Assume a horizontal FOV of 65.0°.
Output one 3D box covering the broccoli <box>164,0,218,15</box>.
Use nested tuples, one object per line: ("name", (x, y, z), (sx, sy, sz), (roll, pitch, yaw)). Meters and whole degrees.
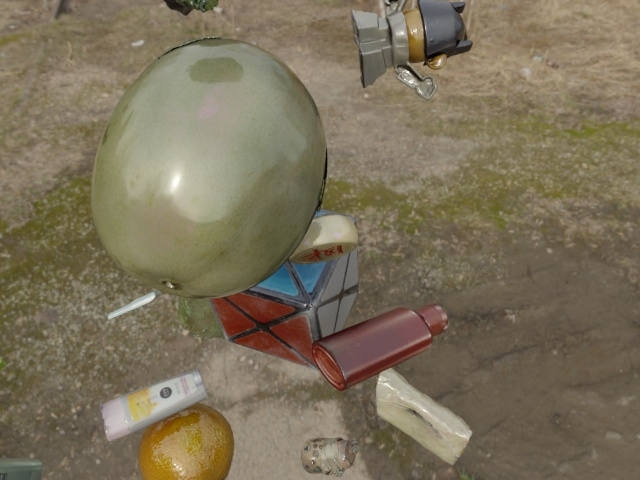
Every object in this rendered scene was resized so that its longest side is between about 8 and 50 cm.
("broccoli", (-0.190, -0.535, 0.940), (0.243, 0.247, 0.263), (-9, 58, -54))

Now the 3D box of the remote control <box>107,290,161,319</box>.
("remote control", (-0.575, 0.199, 1.555), (0.162, 0.029, 0.061), (-24, -1, -1))

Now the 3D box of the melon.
("melon", (-0.123, -0.093, 0.616), (0.269, 0.268, 0.330), (8, 62, 11))

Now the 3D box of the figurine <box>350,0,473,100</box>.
("figurine", (0.224, -0.493, 1.228), (0.309, 0.308, 0.143), (2, 24, 3))

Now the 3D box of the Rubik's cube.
("Rubik's cube", (-0.072, 0.085, 1.084), (0.260, 0.254, 0.260), (12, 49, 16))

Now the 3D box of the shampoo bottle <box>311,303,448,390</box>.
("shampoo bottle", (0.118, 0.179, 0.901), (0.260, 0.064, 0.102), (-15, 41, -31))

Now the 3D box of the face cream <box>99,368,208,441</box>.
("face cream", (-0.444, 0.436, 1.349), (0.270, 0.073, 0.107), (-19, 50, -17))

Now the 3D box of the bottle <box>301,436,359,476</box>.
("bottle", (0.030, 0.574, 1.341), (0.152, 0.098, 0.099), (-17, 24, 33))

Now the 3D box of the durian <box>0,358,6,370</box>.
("durian", (-1.044, 0.394, 1.436), (0.250, 0.101, 0.139), (-20, 75, -21))

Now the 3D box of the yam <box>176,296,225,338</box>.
("yam", (-0.315, 0.122, 1.457), (0.195, 0.299, 0.195), (11, 25, -5))

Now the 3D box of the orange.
("orange", (-0.375, 0.600, 1.425), (0.275, 0.274, 0.274), (0, 35, 0))

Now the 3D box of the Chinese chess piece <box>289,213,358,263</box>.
("Chinese chess piece", (0.000, 0.000, 0.812), (0.122, 0.122, 0.051), (-10, 75, -15))

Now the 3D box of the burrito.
("burrito", (0.264, 0.468, 1.367), (0.299, 0.143, 0.105), (33, 42, 12))

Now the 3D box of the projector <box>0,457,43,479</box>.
("projector", (-0.679, 0.574, 1.010), (0.108, 0.198, 0.250), (1, 68, 0))
